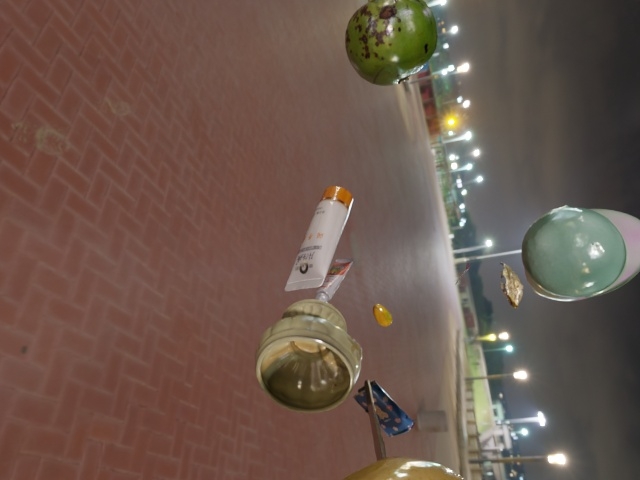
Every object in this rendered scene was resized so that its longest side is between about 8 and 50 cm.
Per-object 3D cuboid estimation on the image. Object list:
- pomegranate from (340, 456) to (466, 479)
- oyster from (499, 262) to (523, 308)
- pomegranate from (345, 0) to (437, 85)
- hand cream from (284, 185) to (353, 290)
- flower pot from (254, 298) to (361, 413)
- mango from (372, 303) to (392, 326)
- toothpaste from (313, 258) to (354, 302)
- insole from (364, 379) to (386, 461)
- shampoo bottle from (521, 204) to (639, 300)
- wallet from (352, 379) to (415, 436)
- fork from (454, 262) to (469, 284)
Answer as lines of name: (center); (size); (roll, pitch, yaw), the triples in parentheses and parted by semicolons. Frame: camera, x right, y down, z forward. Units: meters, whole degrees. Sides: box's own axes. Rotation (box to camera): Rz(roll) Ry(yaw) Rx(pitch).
pomegranate: (0.102, 0.432, 0.575); (0.307, 0.308, 0.306); (-11, 90, -73)
oyster: (0.693, 0.152, 1.656); (0.209, 0.072, 0.132); (-25, 103, -64)
pomegranate: (0.185, -0.559, 1.240); (0.254, 0.255, 0.270); (-71, 143, -59)
hand cream: (0.000, 0.000, 1.217); (0.089, 0.140, 0.314); (40, 52, -32)
flower pot: (-0.029, 0.323, 1.362); (0.244, 0.308, 0.307); (-78, 152, -62)
mango: (0.262, 0.318, 1.952); (0.057, 0.079, 0.114); (-45, 116, -29)
toothpaste: (0.045, 0.152, 1.701); (0.234, 0.090, 0.057); (-54, 127, -37)
insole: (0.112, 0.379, 0.925); (0.063, 0.010, 0.191); (103, -19, -64)
shampoo bottle: (0.464, 0.027, 0.817); (0.350, 0.222, 0.151); (9, 57, -54)
wallet: (0.218, 0.593, 1.606); (0.202, 0.141, 0.059); (45, 50, 3)
fork: (0.470, 0.111, 1.514); (0.012, 0.016, 0.115); (41, 53, 4)
